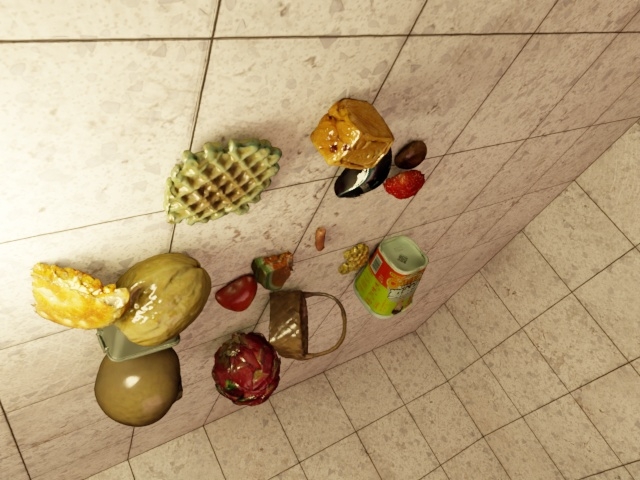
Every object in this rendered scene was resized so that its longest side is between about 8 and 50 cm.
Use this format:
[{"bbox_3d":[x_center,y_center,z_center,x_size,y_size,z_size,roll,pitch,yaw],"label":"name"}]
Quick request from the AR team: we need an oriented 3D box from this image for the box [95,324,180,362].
[{"bbox_3d":[-0.548,0.251,1.568,0.243,0.163,0.135,-11,140,-38],"label":"box"}]

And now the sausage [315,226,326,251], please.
[{"bbox_3d":[0.000,0.000,1.870,0.042,0.036,0.158,-15,155,-7],"label":"sausage"}]

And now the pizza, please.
[{"bbox_3d":[-0.603,0.131,1.255,0.335,0.086,0.226,-11,127,33],"label":"pizza"}]

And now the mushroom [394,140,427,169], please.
[{"bbox_3d":[0.298,-0.274,1.668,0.123,0.052,0.123,-27,154,-14],"label":"mushroom"}]

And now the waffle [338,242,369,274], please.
[{"bbox_3d":[0.144,0.083,2.193,0.149,0.051,0.194,-29,157,-10],"label":"waffle"}]

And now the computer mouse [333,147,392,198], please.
[{"bbox_3d":[0.140,-0.202,1.563,0.137,0.096,0.233,-7,146,-44],"label":"computer mouse"}]

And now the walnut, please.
[{"bbox_3d":[-0.440,0.154,1.408,0.283,0.227,0.283,-36,163,-13],"label":"walnut"}]

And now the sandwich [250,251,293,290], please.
[{"bbox_3d":[-0.164,0.122,1.859,0.159,0.079,0.235,-24,155,-16],"label":"sandwich"}]

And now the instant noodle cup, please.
[{"bbox_3d":[0.328,0.157,2.327,0.294,0.294,0.308,-17,146,-30],"label":"instant noodle cup"}]

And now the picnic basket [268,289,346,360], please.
[{"bbox_3d":[-0.044,0.354,2.145,0.337,0.293,0.337,-2,157,-1],"label":"picnic basket"}]

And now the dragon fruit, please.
[{"bbox_3d":[-0.322,0.566,2.248,0.329,0.329,0.329,-26,156,-12],"label":"dragon fruit"}]

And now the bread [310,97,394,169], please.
[{"bbox_3d":[0.084,-0.268,1.310,0.158,0.143,0.149,-7,147,-37],"label":"bread"}]

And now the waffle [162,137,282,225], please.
[{"bbox_3d":[-0.243,-0.143,1.264,0.292,0.056,0.309,-14,152,-35],"label":"waffle"}]

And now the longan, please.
[{"bbox_3d":[-0.618,0.488,1.765,0.319,0.319,0.319,-26,156,-12],"label":"longan"}]

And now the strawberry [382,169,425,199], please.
[{"bbox_3d":[0.291,-0.193,1.742,0.146,0.082,0.187,-24,166,10],"label":"strawberry"}]

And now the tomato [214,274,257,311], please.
[{"bbox_3d":[-0.290,0.209,1.877,0.166,0.082,0.174,-31,155,-2],"label":"tomato"}]
